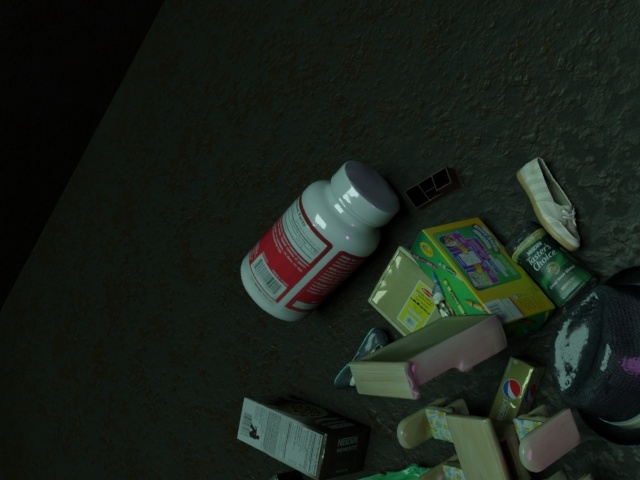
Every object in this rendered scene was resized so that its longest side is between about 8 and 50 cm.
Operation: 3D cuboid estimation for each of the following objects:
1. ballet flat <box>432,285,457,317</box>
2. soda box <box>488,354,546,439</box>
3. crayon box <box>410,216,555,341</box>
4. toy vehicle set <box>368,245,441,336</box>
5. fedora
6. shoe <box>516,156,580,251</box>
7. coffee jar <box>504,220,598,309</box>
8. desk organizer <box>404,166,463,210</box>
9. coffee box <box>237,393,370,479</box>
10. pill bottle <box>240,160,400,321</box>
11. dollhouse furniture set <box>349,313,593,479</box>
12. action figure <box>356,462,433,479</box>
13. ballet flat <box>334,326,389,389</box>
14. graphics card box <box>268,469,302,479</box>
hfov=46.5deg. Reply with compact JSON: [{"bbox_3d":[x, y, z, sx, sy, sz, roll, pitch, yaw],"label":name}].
[{"bbox_3d":[0.275,0.146,1.664,0.041,0.041,0.114,-42,58,31],"label":"ballet flat"},{"bbox_3d":[0.404,0.334,1.556,0.058,0.061,0.181,24,101,41],"label":"soda box"},{"bbox_3d":[0.337,0.082,1.569,0.278,0.165,0.081,56,142,32],"label":"crayon box"},{"bbox_3d":[0.240,0.154,1.747,0.267,0.035,0.166,44,113,37],"label":"toy vehicle set"},{"bbox_3d":[0.523,0.197,1.344,0.334,0.152,0.334,-39,45,53],"label":"fedora"},{"bbox_3d":[0.477,-0.077,1.531,0.058,0.076,0.219,-45,55,35],"label":"shoe"},{"bbox_3d":[0.466,0.048,1.519,0.096,0.079,0.184,-50,56,16],"label":"coffee jar"},{"bbox_3d":[0.264,-0.122,1.750,0.130,0.050,0.047,-32,64,36],"label":"desk organizer"},{"bbox_3d":[-0.045,0.487,1.880,0.297,0.168,0.119,12,93,42],"label":"coffee box"},{"bbox_3d":[0.000,0.000,1.857,0.408,0.229,0.229,-46,57,29],"label":"pill bottle"},{"bbox_3d":[0.259,0.370,1.419,0.362,0.256,0.394,-13,96,58],"label":"dollhouse furniture set"},{"bbox_3d":[0.186,0.579,1.725,0.232,0.063,0.137,-43,56,35],"label":"action figure"},{"bbox_3d":[0.106,0.307,1.832,0.074,0.074,0.203,47,113,36],"label":"ballet flat"},{"bbox_3d":[-0.154,0.805,1.989,0.371,0.094,0.233,-47,56,30],"label":"graphics card box"}]
